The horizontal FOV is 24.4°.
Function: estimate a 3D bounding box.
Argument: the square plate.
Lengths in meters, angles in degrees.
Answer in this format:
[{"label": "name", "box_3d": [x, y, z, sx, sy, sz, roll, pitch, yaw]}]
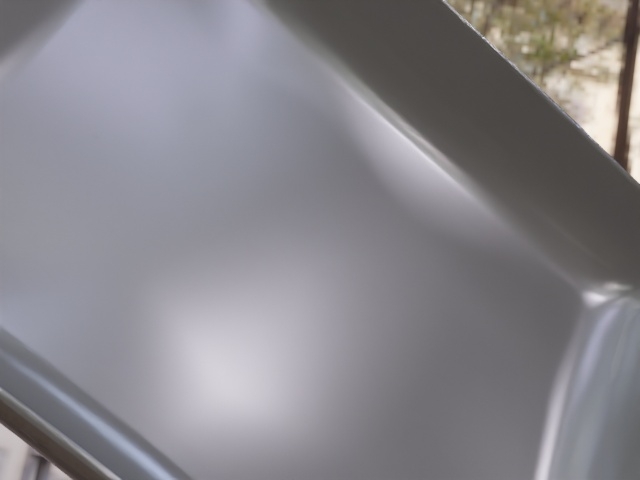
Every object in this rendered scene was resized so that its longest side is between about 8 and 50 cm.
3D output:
[{"label": "square plate", "box_3d": [0.000, 0.000, 0.509, 0.344, 0.347, 0.049, 41, -56, -9]}]
